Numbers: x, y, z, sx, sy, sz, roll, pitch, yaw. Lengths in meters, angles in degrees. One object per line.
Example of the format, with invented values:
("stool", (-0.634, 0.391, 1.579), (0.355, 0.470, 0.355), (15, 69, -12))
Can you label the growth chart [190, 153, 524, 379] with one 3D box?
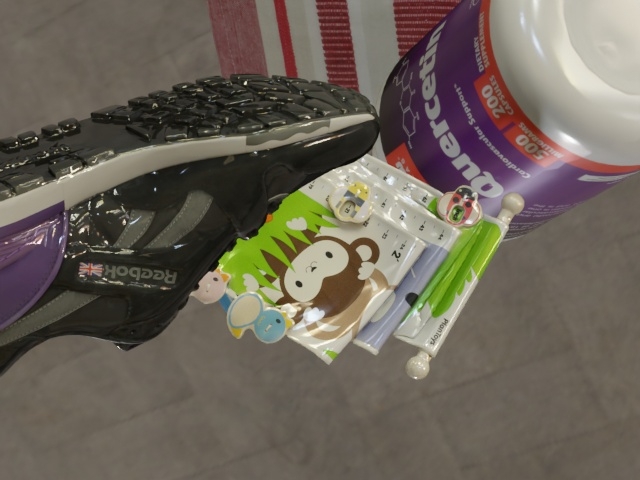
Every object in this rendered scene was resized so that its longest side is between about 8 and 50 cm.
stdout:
("growth chart", (0.000, 0.000, 0.987), (0.237, 0.021, 0.172), (23, 75, 10))

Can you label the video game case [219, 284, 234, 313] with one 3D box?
("video game case", (-0.152, 0.008, 1.774), (0.015, 0.119, 0.166), (-27, 127, 0))

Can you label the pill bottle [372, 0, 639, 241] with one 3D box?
("pill bottle", (0.155, -0.105, 1.099), (0.181, 0.181, 0.323), (50, 155, -1))

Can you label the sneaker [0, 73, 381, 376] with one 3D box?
("sneaker", (-0.097, -0.009, 0.807), (0.107, 0.283, 0.124), (-141, 38, -58))

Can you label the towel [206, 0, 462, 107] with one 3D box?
("towel", (0.041, -0.206, 1.477), (0.329, 0.037, 0.237), (7, 130, 20))
